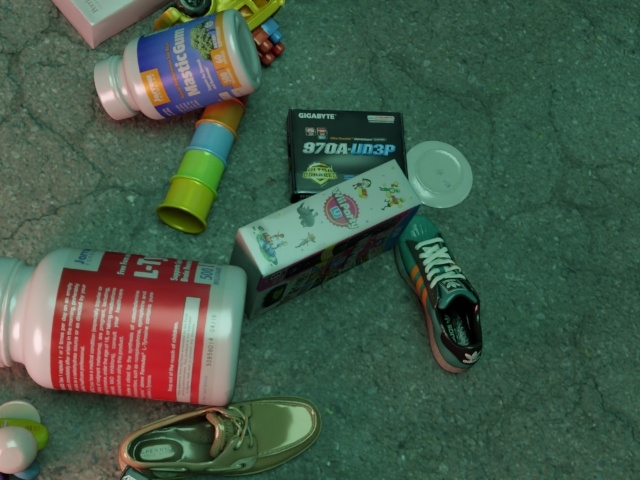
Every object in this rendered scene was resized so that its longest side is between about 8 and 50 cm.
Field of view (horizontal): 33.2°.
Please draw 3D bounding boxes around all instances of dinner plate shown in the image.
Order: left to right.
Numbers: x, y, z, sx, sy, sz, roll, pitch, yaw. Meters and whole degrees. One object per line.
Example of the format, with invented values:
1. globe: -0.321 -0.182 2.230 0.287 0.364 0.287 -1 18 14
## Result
1. dinner plate: 0.224 -0.129 2.044 0.141 0.017 0.141 4 70 -10

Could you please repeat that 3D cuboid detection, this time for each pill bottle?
1. pill bottle: -0.329 0.132 1.707 0.408 0.229 0.229 6 68 -4
2. pill bottle: -0.254 -0.301 1.899 0.272 0.152 0.152 -15 71 12

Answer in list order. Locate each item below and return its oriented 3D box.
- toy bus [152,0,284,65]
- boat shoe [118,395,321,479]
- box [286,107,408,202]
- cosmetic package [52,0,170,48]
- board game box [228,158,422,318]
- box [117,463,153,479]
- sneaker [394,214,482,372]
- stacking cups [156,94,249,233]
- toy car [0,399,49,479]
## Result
1. toy bus: -0.172 -0.406 2.014 0.220 0.149 0.211 -43 99 -20
2. boat shoe: -0.155 0.324 1.741 0.341 0.110 0.121 -12 72 -15
3. box: 0.049 -0.155 1.999 0.220 0.051 0.175 1 69 -10
4. cosmetic package: -0.433 -0.589 2.045 0.284 0.097 0.377 -38 81 -19
5. board game box: 0.000 0.000 1.836 0.303 0.224 0.097 -26 76 -19
6. box: -0.231 0.421 1.645 0.184 0.190 0.045 30 68 2
7. sneaker: 0.222 0.079 1.906 0.108 0.121 0.302 -15 73 -17
8. stacking cups: -0.195 -0.165 1.941 0.096 0.096 0.316 22 63 -3
9. toy car: -0.513 0.333 1.661 0.182 0.159 0.136 -3 105 -13
